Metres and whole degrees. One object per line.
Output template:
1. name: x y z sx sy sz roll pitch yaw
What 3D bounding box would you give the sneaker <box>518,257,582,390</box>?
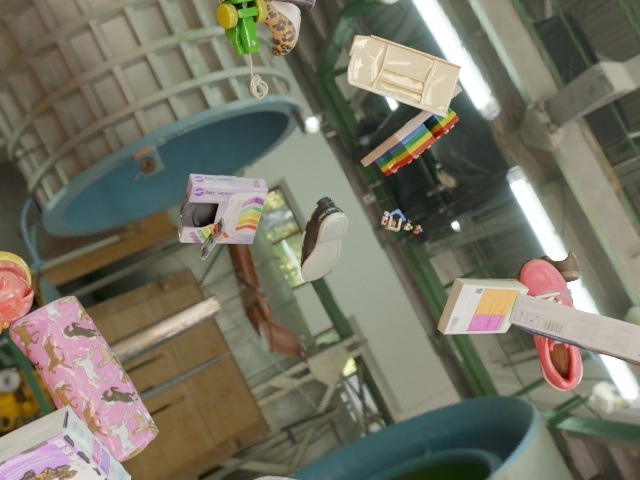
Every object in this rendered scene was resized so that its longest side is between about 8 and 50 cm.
1. sneaker: 0.533 0.189 1.637 0.136 0.116 0.313 12 64 -77

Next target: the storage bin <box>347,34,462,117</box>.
1. storage bin: 0.203 -0.405 1.766 0.262 0.260 0.123 -56 166 -74

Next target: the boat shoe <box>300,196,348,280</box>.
1. boat shoe: 0.000 0.000 2.065 0.091 0.114 0.302 61 -36 30

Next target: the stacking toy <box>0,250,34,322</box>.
1. stacking toy: -0.684 0.114 1.265 0.130 0.309 0.279 32 -15 50

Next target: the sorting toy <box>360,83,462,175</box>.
1. sorting toy: 0.272 -0.296 2.049 0.089 0.255 0.257 51 -20 -3

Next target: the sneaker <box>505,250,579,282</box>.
1. sneaker: 0.543 0.075 1.776 0.066 0.188 0.071 26 61 -46

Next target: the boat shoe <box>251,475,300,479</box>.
1. boat shoe: -0.063 0.536 1.420 0.102 0.301 0.108 -19 102 -64

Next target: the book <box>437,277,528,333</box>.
1. book: 0.273 0.113 1.224 0.035 0.144 0.096 43 -58 51

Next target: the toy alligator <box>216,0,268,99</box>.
1. toy alligator: -0.099 -0.264 0.867 0.051 0.056 0.189 17 -58 45

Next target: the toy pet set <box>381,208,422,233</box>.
1. toy pet set: 0.246 -0.066 2.222 0.114 0.122 0.065 148 -44 -78

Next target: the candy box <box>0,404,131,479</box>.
1. candy box: -0.434 0.388 1.190 0.196 0.165 0.070 62 3 -31

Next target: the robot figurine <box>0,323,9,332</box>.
1. robot figurine: -0.956 0.207 2.008 0.219 0.158 0.128 50 -35 41

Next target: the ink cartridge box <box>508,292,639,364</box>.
1. ink cartridge box: 0.364 0.124 0.952 0.207 0.046 0.097 15 -6 34

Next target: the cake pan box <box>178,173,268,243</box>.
1. cake pan box: -0.328 -0.100 2.384 0.070 0.267 0.245 -114 -145 -46

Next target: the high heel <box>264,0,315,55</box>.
1. high heel: -0.136 -0.534 1.724 0.261 0.186 0.093 134 -37 -62

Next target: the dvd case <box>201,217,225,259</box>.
1. dvd case: -0.327 -0.007 2.209 0.013 0.119 0.087 32 13 -21

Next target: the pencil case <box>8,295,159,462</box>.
1. pencil case: -0.512 0.307 1.565 0.386 0.167 0.160 59 -35 4
